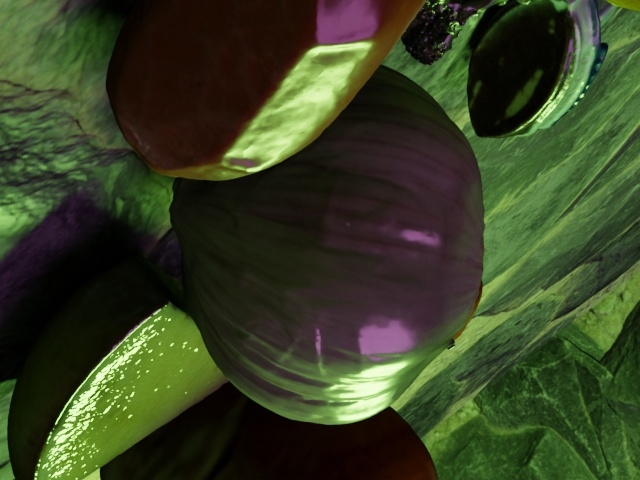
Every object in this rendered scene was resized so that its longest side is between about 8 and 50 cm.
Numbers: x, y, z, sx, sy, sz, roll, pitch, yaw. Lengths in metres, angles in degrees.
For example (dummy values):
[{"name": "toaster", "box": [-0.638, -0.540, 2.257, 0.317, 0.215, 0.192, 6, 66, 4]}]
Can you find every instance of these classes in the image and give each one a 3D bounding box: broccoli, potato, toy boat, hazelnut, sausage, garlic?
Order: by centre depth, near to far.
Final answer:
[{"name": "sausage", "box": [-0.034, -0.144, 1.086, 0.268, 0.153, 0.141, -49, 171, 37]}, {"name": "broccoli", "box": [0.099, -0.218, 1.263, 0.146, 0.137, 0.162, 98, 4, -58]}, {"name": "garlic", "box": [0.000, 0.000, 1.395, 0.317, 0.259, 0.318, -159, -90, -81]}, {"name": "potato", "box": [-0.175, 0.083, 1.494, 0.269, 0.112, 0.255, -36, 161, -25]}, {"name": "toy boat", "box": [0.224, -0.186, 1.667, 0.115, 0.114, 0.262, -35, 166, -36]}, {"name": "hazelnut", "box": [-0.055, 0.269, 1.816, 0.372, 0.372, 0.315, -26, 130, -43]}]

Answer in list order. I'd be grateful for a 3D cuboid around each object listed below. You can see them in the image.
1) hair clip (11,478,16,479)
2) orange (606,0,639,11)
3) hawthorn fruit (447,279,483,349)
[{"name": "hair clip", "box": [-0.374, 0.292, 1.736, 0.173, 0.049, 0.049, -27, 161, -24]}, {"name": "orange", "box": [0.292, -0.295, 1.277, 0.279, 0.235, 0.279, -35, 155, -19]}, {"name": "hawthorn fruit", "box": [0.073, 0.052, 1.866, 0.202, 0.185, 0.185, -25, 159, -34]}]
